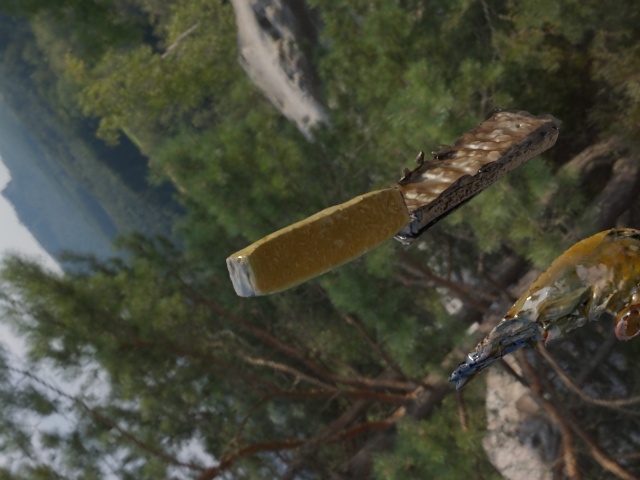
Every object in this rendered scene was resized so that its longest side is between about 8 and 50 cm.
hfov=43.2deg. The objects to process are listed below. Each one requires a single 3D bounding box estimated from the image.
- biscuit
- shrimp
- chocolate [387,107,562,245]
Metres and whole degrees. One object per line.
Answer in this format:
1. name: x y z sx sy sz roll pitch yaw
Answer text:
1. biscuit: 0.000 0.000 0.744 0.056 0.188 0.052 -7 104 56
2. shrimp: 0.247 0.086 0.845 0.066 0.262 0.117 39 -169 -43
3. chocolate: 0.180 -0.084 0.995 0.102 0.329 0.065 20 129 39
